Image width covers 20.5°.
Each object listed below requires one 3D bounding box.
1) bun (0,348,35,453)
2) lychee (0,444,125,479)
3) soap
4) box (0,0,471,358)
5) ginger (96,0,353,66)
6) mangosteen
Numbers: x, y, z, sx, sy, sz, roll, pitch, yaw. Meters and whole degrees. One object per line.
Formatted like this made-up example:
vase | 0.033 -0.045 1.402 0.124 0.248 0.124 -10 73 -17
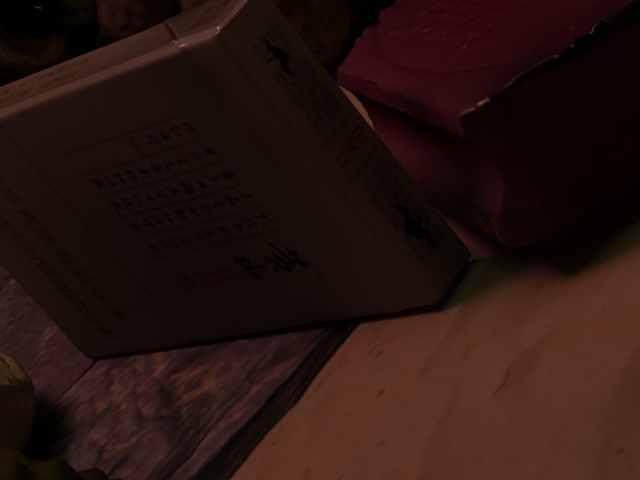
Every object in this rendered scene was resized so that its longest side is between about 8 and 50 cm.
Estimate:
bun | -0.305 0.116 1.173 0.220 0.220 0.134 13 89 64
lychee | -0.191 0.211 0.687 0.320 0.270 0.270 -55 24 -11
soap | 0.110 -0.088 1.006 0.162 0.099 0.250 -36 21 -9
box | -0.097 -0.026 1.083 0.365 0.204 0.051 -11 34 50
ginger | -0.034 -0.236 1.444 0.244 0.155 0.304 35 60 26
mangosteen | -0.342 -0.242 1.915 0.243 0.243 0.243 -33 22 15
